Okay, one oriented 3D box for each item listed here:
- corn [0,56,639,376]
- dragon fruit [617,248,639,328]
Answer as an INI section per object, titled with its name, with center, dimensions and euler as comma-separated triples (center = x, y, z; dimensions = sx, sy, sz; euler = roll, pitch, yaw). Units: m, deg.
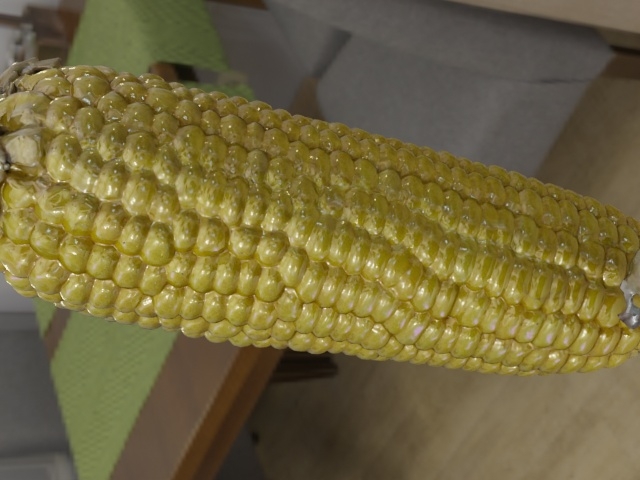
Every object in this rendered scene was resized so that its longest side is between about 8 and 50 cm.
[corn]
center = 0.000, 0.000, 0.516
dimensions = 0.106, 0.305, 0.106
euler = -168, 90, -77
[dragon fruit]
center = 0.203, 0.044, 0.323
dimensions = 0.282, 0.147, 0.211
euler = 30, 74, 30
